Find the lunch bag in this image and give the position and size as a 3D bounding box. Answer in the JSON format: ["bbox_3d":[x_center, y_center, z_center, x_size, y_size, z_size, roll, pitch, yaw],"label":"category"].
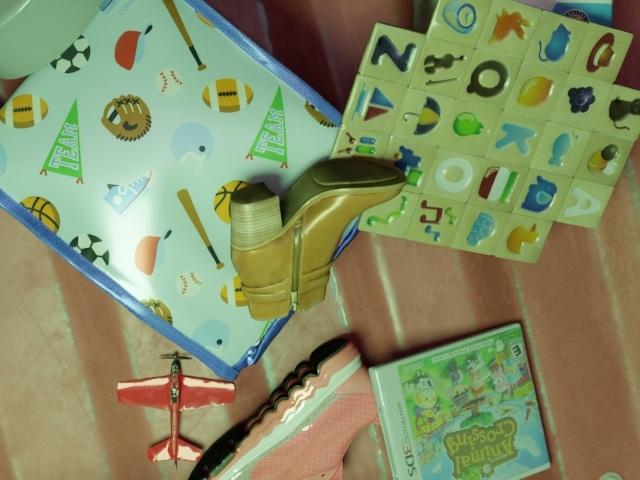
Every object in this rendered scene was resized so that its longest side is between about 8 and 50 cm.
[{"bbox_3d":[-0.149,-0.074,1.305,0.385,0.239,0.328,38,89,0],"label":"lunch bag"}]

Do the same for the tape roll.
[{"bbox_3d":[-0.317,-0.284,1.221,0.219,0.219,0.072,-53,135,2],"label":"tape roll"}]

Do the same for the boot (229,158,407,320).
[{"bbox_3d":[0.000,0.000,1.215,0.197,0.073,0.152,-12,121,-9],"label":"boot"}]

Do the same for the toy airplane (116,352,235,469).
[{"bbox_3d":[-0.184,0.216,1.426,0.151,0.028,0.151,0,94,-1],"label":"toy airplane"}]

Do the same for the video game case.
[{"bbox_3d":[0.176,0.222,1.415,0.212,0.023,0.193,-15,95,-22],"label":"video game case"}]

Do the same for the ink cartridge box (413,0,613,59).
[{"bbox_3d":[0.217,-0.339,1.321,0.198,0.197,0.270,0,95,-4],"label":"ink cartridge box"}]

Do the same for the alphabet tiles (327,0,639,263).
[{"bbox_3d":[0.189,-0.118,1.248,0.342,0.011,0.285,11,113,-19],"label":"alphabet tiles"}]

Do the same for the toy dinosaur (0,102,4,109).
[{"bbox_3d":[-0.533,-0.143,1.345,0.313,0.121,0.160,4,90,-35],"label":"toy dinosaur"}]

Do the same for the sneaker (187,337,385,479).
[{"bbox_3d":[-0.041,0.268,1.395,0.314,0.116,0.136,-43,97,0],"label":"sneaker"}]
